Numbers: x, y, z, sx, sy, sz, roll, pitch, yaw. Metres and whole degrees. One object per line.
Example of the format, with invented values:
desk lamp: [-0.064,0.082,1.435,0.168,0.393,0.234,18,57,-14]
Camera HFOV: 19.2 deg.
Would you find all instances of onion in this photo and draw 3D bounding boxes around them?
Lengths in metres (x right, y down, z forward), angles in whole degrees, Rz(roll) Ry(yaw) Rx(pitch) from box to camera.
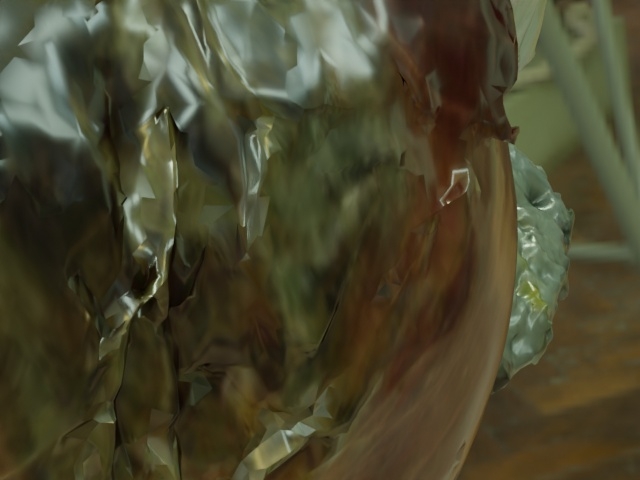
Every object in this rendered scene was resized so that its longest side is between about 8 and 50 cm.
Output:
onion: [-0.116,0.023,0.462,0.354,0.353,0.353,-8,21,3]

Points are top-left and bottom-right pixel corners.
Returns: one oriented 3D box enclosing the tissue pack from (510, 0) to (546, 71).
tissue pack: [-0.005,-0.172,1.097,0.205,0.405,0.332,35,65,16]

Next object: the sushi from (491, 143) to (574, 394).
sushi: [0.000,0.000,0.795,0.184,0.139,0.274,-25,29,30]
